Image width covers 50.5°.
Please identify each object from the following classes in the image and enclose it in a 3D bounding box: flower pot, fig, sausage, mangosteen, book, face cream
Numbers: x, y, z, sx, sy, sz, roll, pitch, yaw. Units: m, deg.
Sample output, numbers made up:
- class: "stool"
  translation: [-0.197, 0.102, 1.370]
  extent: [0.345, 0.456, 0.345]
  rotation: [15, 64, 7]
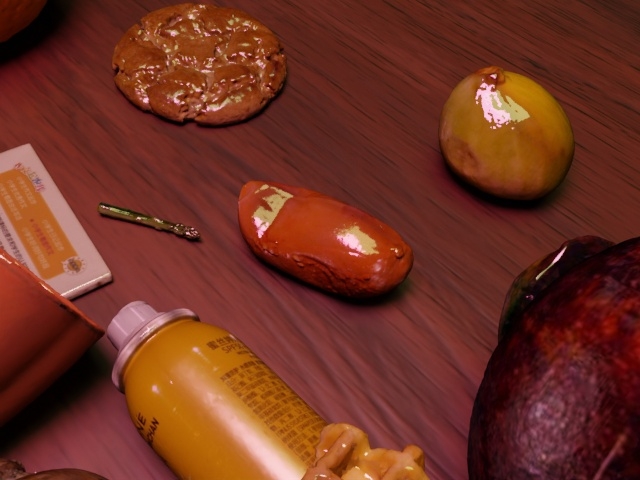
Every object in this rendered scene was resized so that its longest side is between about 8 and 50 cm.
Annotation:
- class: "flower pot"
  translation: [-0.289, 0.072, 0.495]
  extent: [0.191, 0.190, 0.173]
  rotation: [33, 71, 20]
- class: "fig"
  translation: [0.199, -0.111, 0.732]
  extent: [0.153, 0.120, 0.136]
  rotation: [23, 43, -16]
- class: "sausage"
  translation: [0.000, 0.000, 0.648]
  extent: [0.179, 0.089, 0.089]
  rotation: [25, 53, 19]
- class: "mangosteen"
  translation: [0.249, 0.135, 0.432]
  extent: [0.330, 0.330, 0.330]
  rotation: [2, 51, -3]
- class: "book"
  translation: [-0.374, 0.026, 0.627]
  extent: [0.296, 0.020, 0.208]
  rotation: [-26, 58, -24]
- class: "face cream"
  translation: [-0.036, 0.165, 0.490]
  extent: [0.349, 0.105, 0.105]
  rotation: [39, 58, 24]

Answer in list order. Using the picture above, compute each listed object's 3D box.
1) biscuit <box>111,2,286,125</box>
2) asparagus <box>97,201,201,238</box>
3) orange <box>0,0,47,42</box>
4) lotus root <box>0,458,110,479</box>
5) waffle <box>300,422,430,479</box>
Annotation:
- class: "biscuit"
  translation: [-0.149, -0.225, 0.839]
  extent: [0.226, 0.042, 0.225]
  rotation: [3, 52, -4]
- class: "asparagus"
  translation: [-0.171, -0.019, 0.685]
  extent: [0.114, 0.014, 0.015]
  rotation: [14, 30, 7]
- class: "orange"
  translation: [-0.459, -0.362, 0.767]
  extent: [0.341, 0.293, 0.340]
  rotation: [-9, 45, 9]
- class: "lotus root"
  translation: [-0.161, 0.215, 0.432]
  extent: [0.209, 0.120, 0.120]
  rotation: [36, 57, 21]
- class: "waffle"
  translation: [-0.025, 0.196, 0.338]
  extent: [0.253, 0.056, 0.249]
  rotation: [2, 36, 1]
